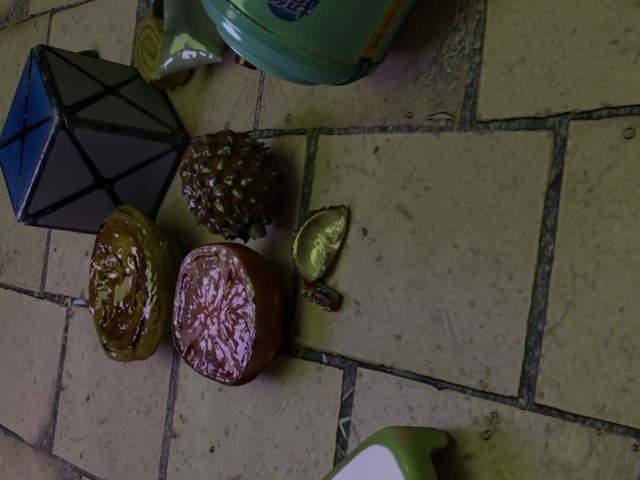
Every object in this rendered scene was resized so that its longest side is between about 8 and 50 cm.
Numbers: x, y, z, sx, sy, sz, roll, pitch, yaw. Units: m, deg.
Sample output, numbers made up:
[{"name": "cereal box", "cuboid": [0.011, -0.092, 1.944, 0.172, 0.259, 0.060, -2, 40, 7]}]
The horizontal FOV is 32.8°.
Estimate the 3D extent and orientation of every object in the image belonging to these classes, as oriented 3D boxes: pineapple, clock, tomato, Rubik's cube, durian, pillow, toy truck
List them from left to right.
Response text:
[{"name": "Rubik's cube", "cuboid": [-0.432, -0.175, 2.029, 0.259, 0.254, 0.260, -60, 39, 30]}, {"name": "pillow", "cuboid": [-0.230, -0.406, 1.919, 0.144, 0.078, 0.254, -12, 68, 25]}, {"name": "tomato", "cuboid": [-0.132, 0.114, 1.682, 0.236, 0.095, 0.237, -1, 89, 50]}, {"name": "pineapple", "cuboid": [-0.128, -0.075, 1.674, 0.166, 0.166, 0.193, -53, 53, 34]}, {"name": "durian", "cuboid": [-0.006, -0.001, 1.572, 0.066, 0.052, 0.130, 41, 109, 52]}, {"name": "toy truck", "cuboid": [-0.001, 0.078, 1.572, 0.083, 0.024, 0.032, 25, 82, 51]}, {"name": "clock", "cuboid": [0.100, 0.397, 1.307, 0.235, 0.096, 0.308, -48, 48, 37]}]

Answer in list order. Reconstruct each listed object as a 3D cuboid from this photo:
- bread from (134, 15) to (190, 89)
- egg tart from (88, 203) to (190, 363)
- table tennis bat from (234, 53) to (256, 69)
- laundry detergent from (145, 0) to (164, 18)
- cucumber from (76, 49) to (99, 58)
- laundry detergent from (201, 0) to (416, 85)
[{"name": "bread", "cuboid": [-0.289, -0.345, 2.022, 0.149, 0.073, 0.122, 59, 134, 41]}, {"name": "egg tart", "cuboid": [-0.318, 0.077, 1.930, 0.290, 0.115, 0.290, -6, 83, 54]}, {"name": "table tennis bat", "cuboid": [-0.074, -0.430, 1.765, 0.200, 0.038, 0.310, 40, 115, 50]}, {"name": "laundry detergent", "cuboid": [-0.320, -0.522, 2.096, 0.099, 0.070, 0.226, -62, 40, 35]}, {"name": "cucumber", "cuboid": [-0.492, -0.291, 2.299, 0.115, 0.063, 0.244, -57, 44, 31]}, {"name": "laundry detergent", "cuboid": [0.004, -0.378, 1.435, 0.305, 0.287, 0.287, -58, 42, 29]}]
